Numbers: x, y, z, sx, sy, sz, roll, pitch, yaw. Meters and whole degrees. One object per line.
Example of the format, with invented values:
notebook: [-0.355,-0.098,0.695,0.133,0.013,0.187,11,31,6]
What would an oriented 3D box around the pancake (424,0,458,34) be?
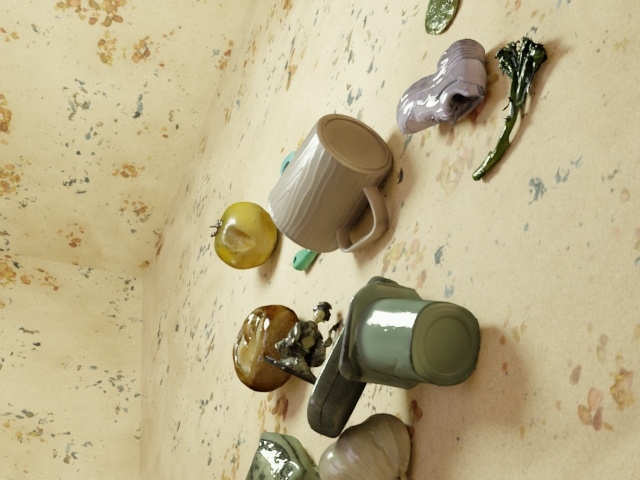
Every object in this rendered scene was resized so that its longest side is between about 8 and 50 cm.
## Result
pancake: [0.260,-0.504,1.786,0.129,0.022,0.116,-118,43,-59]

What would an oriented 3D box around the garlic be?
garlic: [0.076,0.433,1.554,0.229,0.143,0.178,-64,22,8]

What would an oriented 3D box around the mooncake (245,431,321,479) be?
mooncake: [-0.102,0.591,1.911,0.250,0.136,0.254,49,124,60]

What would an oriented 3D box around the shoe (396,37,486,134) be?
shoe: [0.239,-0.269,1.607,0.245,0.095,0.137,-45,35,43]

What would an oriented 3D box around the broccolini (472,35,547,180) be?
broccolini: [0.317,-0.237,1.462,0.123,0.062,0.271,-98,25,-63]

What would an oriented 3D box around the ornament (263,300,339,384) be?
ornament: [-0.015,0.234,1.923,0.196,0.166,0.153,-65,21,-10]

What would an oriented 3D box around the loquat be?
loquat: [-0.233,-0.013,2.495,0.213,0.213,0.213,-167,90,-69]

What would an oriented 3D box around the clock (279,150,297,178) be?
clock: [-0.086,-0.185,2.440,0.108,0.045,0.147,143,135,-60]

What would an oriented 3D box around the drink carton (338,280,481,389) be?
drink carton: [0.160,0.170,1.441,0.189,0.185,0.191,-6,71,65]

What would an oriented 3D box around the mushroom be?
mushroom: [-0.139,0.280,2.154,0.253,0.153,0.253,-164,90,-69]

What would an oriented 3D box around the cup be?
cup: [0.024,-0.111,1.896,0.273,0.208,0.288,-55,29,38]

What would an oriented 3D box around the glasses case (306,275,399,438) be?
glasses case: [0.069,0.220,1.581,0.131,0.074,0.323,84,-150,-54]

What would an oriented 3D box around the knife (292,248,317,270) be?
knife: [0.000,-0.001,2.150,0.260,0.035,0.063,-46,30,43]
